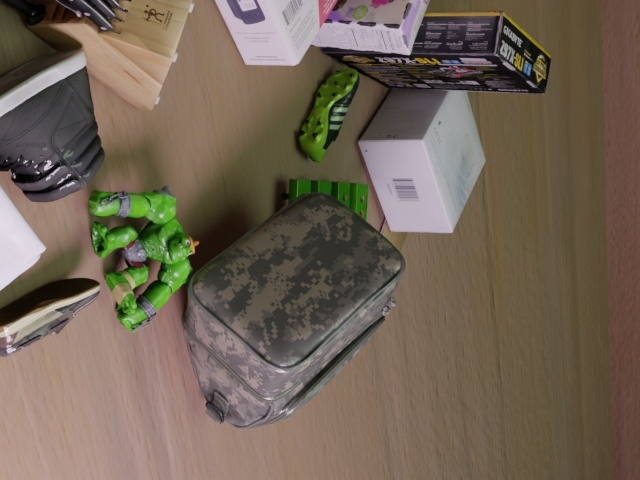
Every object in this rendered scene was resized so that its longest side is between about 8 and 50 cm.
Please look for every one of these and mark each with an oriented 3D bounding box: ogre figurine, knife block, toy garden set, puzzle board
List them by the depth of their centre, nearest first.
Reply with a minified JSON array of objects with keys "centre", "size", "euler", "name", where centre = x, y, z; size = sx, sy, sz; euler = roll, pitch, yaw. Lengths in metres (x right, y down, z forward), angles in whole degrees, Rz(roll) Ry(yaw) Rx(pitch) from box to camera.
[{"centre":[-0.280,-0.265,1.142],"size":[0.275,0.242,0.088],"euler":[148,-41,-71],"name":"knife block"},{"centre":[-0.226,0.010,1.259],"size":[0.118,0.096,0.197],"euler":[-31,107,-33],"name":"ogre figurine"},{"centre":[0.000,0.000,1.676],"size":[0.244,0.049,0.204],"euler":[-1,94,-60],"name":"toy garden set"},{"centre":[0.132,0.015,1.933],"size":[0.096,0.011,0.128],"euler":[53,52,-51],"name":"puzzle board"}]

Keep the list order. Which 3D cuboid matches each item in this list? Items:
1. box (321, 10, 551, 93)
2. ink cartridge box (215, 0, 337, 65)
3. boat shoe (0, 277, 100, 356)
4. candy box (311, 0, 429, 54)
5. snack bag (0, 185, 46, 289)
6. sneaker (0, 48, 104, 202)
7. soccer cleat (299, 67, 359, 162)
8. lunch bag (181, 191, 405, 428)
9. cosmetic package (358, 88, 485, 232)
[{"centre":[0.203,-0.321,1.688],"size":[0.257,0.321,0.079],"euler":[15,83,-58],"name":"box"},{"centre":[-0.078,-0.399,1.419],"size":[0.172,0.100,0.237],"euler":[-62,144,-32],"name":"ink cartridge box"},{"centre":[-0.322,0.087,1.148],"size":[0.152,0.056,0.049],"euler":[-26,123,-44],"name":"boat shoe"},{"centre":[0.071,-0.388,1.570],"size":[0.070,0.196,0.165],"euler":[62,44,-55],"name":"candy box"},{"centre":[-0.445,0.009,0.847],"size":[0.342,0.037,0.323],"euler":[-44,133,-23],"name":"snack bag"},{"centre":[-0.329,-0.090,1.045],"size":[0.296,0.104,0.147],"euler":[-48,129,-51],"name":"sneaker"},{"centre":[0.016,-0.214,1.660],"size":[0.179,0.060,0.072],"euler":[-61,152,-23],"name":"soccer cleat"},{"centre":[-0.043,0.113,1.427],"size":[0.305,0.212,0.256],"euler":[-40,162,-33],"name":"lunch bag"},{"centre":[0.203,-0.171,1.885],"size":[0.225,0.138,0.224],"euler":[-61,140,-39],"name":"cosmetic package"}]
